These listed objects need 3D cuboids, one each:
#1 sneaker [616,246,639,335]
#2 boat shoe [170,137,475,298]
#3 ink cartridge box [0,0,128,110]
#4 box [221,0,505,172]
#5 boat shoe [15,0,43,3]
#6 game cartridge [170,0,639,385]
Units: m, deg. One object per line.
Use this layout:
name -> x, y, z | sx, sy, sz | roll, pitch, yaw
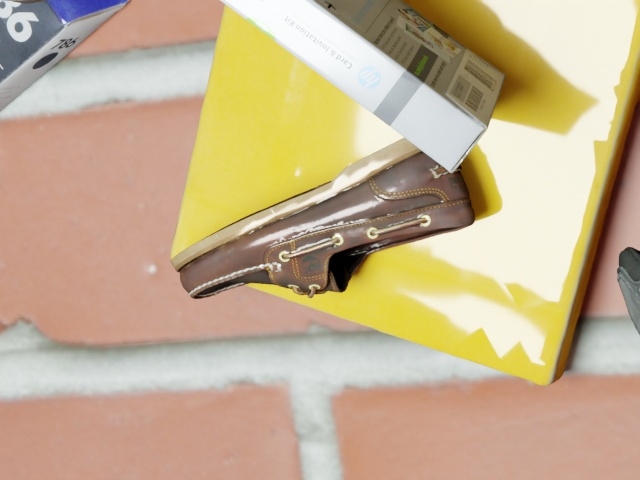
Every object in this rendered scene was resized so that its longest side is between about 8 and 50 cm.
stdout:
sneaker -> 0.294, -0.016, 1.114 | 0.276, 0.097, 0.135 | -37, 74, 15
boat shoe -> 0.000, 0.000, 1.195 | 0.207, 0.073, 0.073 | -25, 87, 23
ink cartridge box -> -0.277, -0.165, 1.335 | 0.332, 0.065, 0.165 | -37, 84, 22
box -> 0.022, -0.125, 1.107 | 0.186, 0.145, 0.038 | 37, 109, -3
boat shoe -> -0.213, -0.317, 1.214 | 0.116, 0.097, 0.324 | -8, 91, 7
game cartridge -> 0.065, -0.099, 1.222 | 0.285, 0.052, 0.324 | 18, 103, 18
